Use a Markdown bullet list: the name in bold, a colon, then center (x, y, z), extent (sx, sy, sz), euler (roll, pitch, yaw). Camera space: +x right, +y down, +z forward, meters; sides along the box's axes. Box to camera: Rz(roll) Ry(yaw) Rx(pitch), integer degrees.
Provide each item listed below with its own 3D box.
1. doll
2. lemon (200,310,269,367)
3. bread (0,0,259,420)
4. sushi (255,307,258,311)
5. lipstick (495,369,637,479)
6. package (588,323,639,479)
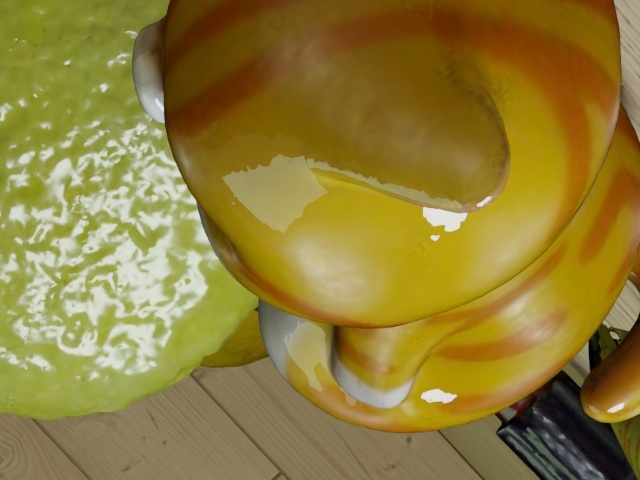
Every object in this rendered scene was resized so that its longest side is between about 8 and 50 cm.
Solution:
- **doll**: center (0.031, -0.030, 0.649), extent (0.269, 0.162, 0.166), euler (43, -147, -67)
- **lemon**: center (-0.106, 0.004, 1.901), extent (0.228, 0.228, 0.253), euler (50, 178, -39)
- **bread**: center (-0.190, -0.082, 1.264), extent (0.348, 0.348, 0.308), euler (48, -177, -17)
- **sushi**: center (-0.001, 0.000, 1.453), extent (0.287, 0.140, 0.149), euler (165, 99, -85)
- **lipstick**: center (0.208, 0.176, 1.305), extent (0.299, 0.081, 0.081), euler (46, 176, 3)
- **package**: center (0.208, 0.131, 0.825), extent (0.226, 0.090, 0.168), euler (51, 178, -15)
